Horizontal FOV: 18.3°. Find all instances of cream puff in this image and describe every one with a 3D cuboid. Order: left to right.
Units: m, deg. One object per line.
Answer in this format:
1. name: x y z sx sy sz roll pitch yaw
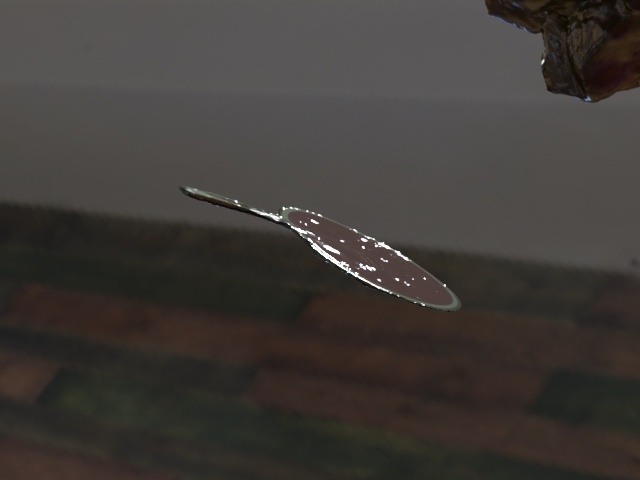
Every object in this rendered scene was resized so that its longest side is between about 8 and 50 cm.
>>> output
1. cream puff: 0.112 -0.092 0.621 0.122 0.116 0.094 5 5 1

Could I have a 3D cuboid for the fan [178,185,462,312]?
1. fan: 0.000 0.000 0.800 0.133 0.005 0.085 22 13 -28
